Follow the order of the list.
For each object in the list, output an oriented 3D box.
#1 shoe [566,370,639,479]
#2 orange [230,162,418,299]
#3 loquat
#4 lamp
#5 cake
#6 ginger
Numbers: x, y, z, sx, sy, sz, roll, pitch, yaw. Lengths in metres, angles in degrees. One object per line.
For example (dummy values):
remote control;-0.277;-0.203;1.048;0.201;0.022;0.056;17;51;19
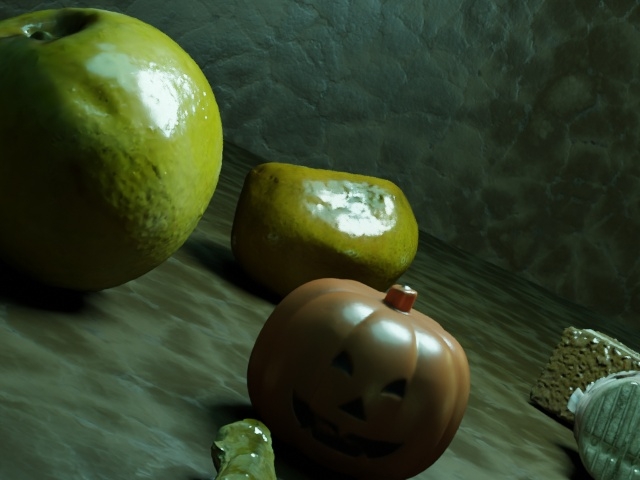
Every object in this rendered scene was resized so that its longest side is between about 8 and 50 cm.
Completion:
shoe;0.458;0.249;1.571;0.350;0.172;0.198;27;4;-5
orange;0.000;0.000;1.720;0.248;0.183;0.249;8;2;0
loquat;-0.220;-0.080;1.245;0.274;0.275;0.275;26;7;-4
lamp;0.037;0.110;1.134;0.187;0.164;0.187;27;10;-5
cake;0.391;0.204;1.833;0.135;0.135;0.147;32;3;37
ginger;-0.054;0.166;0.921;0.057;0.044;0.137;55;10;-10
